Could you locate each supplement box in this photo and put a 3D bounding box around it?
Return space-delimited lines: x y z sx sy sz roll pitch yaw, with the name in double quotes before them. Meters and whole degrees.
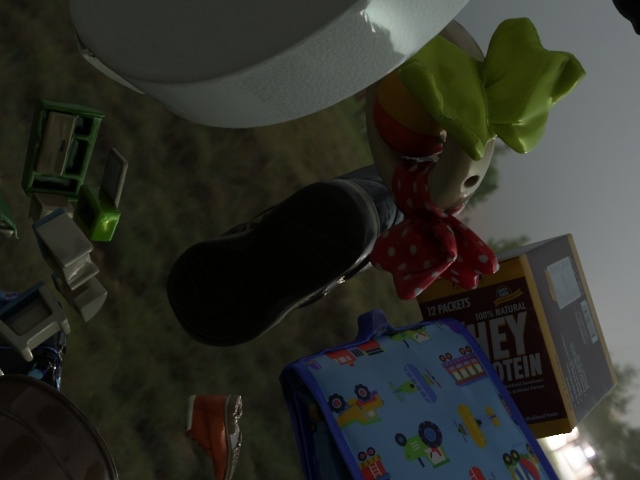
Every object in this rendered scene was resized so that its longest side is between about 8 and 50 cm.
"supplement box" 0.226 0.110 1.063 0.194 0.129 0.191 -14 86 -58

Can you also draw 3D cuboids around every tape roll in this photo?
"tape roll" -0.025 -0.266 0.681 0.072 0.392 0.392 33 26 -49

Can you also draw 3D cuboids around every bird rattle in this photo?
"bird rattle" 0.101 -0.085 0.778 0.253 0.143 0.207 99 -26 -48

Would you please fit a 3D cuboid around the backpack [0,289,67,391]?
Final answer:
"backpack" -0.430 0.164 1.290 0.173 0.158 0.117 105 -16 -47

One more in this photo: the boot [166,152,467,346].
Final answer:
"boot" 0.000 0.000 1.185 0.284 0.377 0.138 -25 83 -46

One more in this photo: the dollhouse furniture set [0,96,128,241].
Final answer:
"dollhouse furniture set" -0.448 -0.113 1.333 0.301 0.151 0.197 5 24 -36

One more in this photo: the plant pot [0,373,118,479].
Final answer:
"plant pot" -0.290 0.227 0.801 0.167 0.167 0.165 59 38 -6

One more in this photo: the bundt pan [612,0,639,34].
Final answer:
"bundt pan" 0.617 -0.484 1.527 0.331 0.124 0.331 51 -26 37

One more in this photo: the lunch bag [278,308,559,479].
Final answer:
"lunch bag" 0.096 0.202 0.880 0.221 0.138 0.293 -12 76 -38

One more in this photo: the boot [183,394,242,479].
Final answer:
"boot" -0.163 0.298 1.411 0.059 0.085 0.158 -74 167 -65

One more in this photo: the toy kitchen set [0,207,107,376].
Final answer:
"toy kitchen set" -0.378 0.060 1.106 0.122 0.207 0.166 44 -24 18

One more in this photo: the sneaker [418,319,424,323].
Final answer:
"sneaker" 0.225 0.154 1.525 0.112 0.296 0.131 17 -28 42
